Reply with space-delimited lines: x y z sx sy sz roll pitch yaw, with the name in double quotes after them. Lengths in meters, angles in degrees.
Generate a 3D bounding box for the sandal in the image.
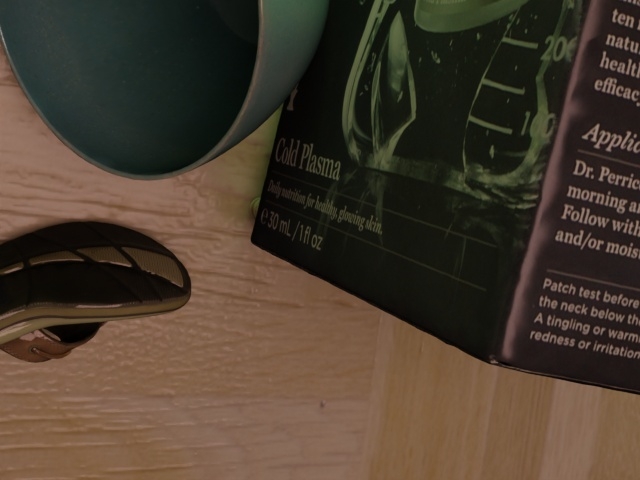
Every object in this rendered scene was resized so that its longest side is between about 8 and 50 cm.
-0.268 0.062 1.142 0.303 0.120 0.086 -13 135 -13 "sandal"

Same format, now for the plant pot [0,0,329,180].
-0.104 -0.215 1.050 0.195 0.290 0.290 -27 115 -49 "plant pot"

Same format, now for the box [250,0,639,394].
0.196 -0.157 1.003 0.297 0.480 0.471 13 94 -23 "box"

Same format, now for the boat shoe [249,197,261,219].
-0.001 0.001 1.242 0.153 0.048 0.056 28 86 -29 "boat shoe"
